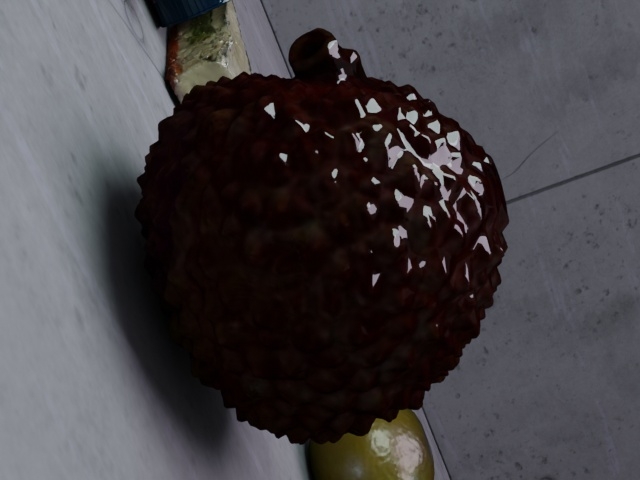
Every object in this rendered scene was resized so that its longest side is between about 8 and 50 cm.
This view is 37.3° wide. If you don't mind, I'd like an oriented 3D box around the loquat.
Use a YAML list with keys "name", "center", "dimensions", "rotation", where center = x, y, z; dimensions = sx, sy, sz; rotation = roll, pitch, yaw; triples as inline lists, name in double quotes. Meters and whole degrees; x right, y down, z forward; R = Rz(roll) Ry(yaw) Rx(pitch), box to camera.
- name: "loquat"
  center: [0.059, 0.256, 1.088]
  dimensions: [0.195, 0.152, 0.152]
  rotation: [-87, 157, -54]

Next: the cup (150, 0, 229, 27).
- name: "cup"
  center: [-0.150, -0.343, 1.110]
  dimensions: [0.138, 0.150, 0.113]
  rotation: [65, 23, -22]

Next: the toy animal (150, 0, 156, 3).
- name: "toy animal"
  center: [-0.203, -0.343, 0.904]
  dimensions: [0.324, 0.090, 0.195]
  rotation: [-34, 104, -86]

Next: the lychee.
- name: "lychee"
  center: [0.000, 0.000, 0.752]
  dimensions: [0.306, 0.306, 0.330]
  rotation: [-88, -177, -73]

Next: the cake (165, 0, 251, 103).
- name: "cake"
  center: [-0.126, -0.208, 1.160]
  dimensions: [0.220, 0.086, 0.116]
  rotation: [-100, 168, -57]
